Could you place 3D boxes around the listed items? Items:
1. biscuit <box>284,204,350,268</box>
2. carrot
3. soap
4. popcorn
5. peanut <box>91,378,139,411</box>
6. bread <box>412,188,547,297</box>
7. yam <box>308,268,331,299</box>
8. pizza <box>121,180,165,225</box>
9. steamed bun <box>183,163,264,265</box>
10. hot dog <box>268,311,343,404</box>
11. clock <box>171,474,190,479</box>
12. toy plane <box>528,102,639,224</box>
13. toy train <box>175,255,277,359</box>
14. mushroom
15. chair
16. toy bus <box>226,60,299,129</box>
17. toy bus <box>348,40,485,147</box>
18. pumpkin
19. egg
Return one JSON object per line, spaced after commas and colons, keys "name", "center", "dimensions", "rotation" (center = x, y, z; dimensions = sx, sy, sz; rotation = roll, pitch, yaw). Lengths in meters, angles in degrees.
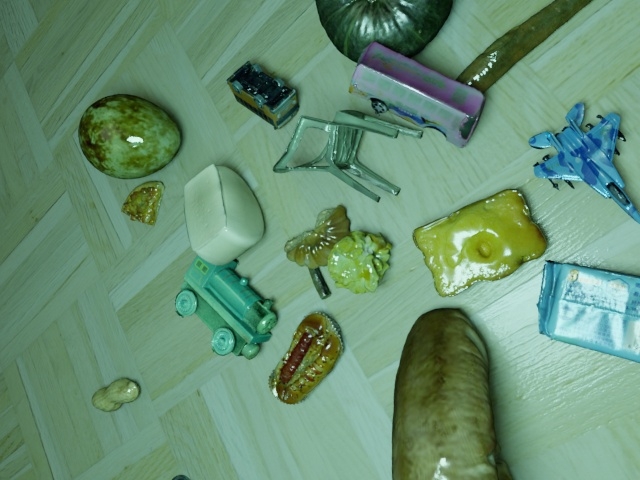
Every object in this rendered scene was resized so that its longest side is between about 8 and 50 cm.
{"name": "biscuit", "center": [0.000, 0.000, 1.166], "dimensions": [0.183, 0.061, 0.118], "rotation": [-39, 75, 9]}
{"name": "carrot", "center": [0.405, -0.403, 0.973], "dimensions": [0.342, 0.070, 0.070], "rotation": [-39, 70, 20]}
{"name": "soap", "center": [0.537, 0.133, 0.861], "dimensions": [0.293, 0.077, 0.156], "rotation": [14, 93, 28]}
{"name": "popcorn", "center": [0.082, 0.050, 1.092], "dimensions": [0.135, 0.141, 0.162], "rotation": [118, 149, -54]}
{"name": "peanut", "center": [-0.620, 0.469, 1.494], "dimensions": [0.187, 0.082, 0.082], "rotation": [-30, 74, 23]}
{"name": "bread", "center": [0.318, 0.006, 0.988], "dimensions": [0.233, 0.088, 0.161], "rotation": [-25, 80, 23]}
{"name": "yam", "center": [-0.013, 0.082, 1.202], "dimensions": [0.129, 0.027, 0.033], "rotation": [65, 159, 20]}
{"name": "pizza", "center": [-0.536, -0.110, 1.493], "dimensions": [0.175, 0.046, 0.134], "rotation": [-38, 70, 22]}
{"name": "steamed bun", "center": [-0.241, -0.061, 1.253], "dimensions": [0.146, 0.164, 0.242], "rotation": [-33, 54, 23]}
{"name": "hot dog", "center": [-0.036, 0.288, 1.179], "dimensions": [0.131, 0.069, 0.253], "rotation": [40, 107, 24]}
{"name": "clock", "center": [-0.391, 0.705, 1.385], "dimensions": [0.085, 0.017, 0.085], "rotation": [-2, 86, 29]}
{"name": "toy plane", "center": [0.503, -0.128, 0.897], "dimensions": [0.169, 0.078, 0.246], "rotation": [-40, 76, 22]}
{"name": "toy train", "center": [-0.242, 0.164, 1.277], "dimensions": [0.298, 0.120, 0.194], "rotation": [38, 101, 25]}
{"name": "mushroom", "center": [0.215, 0.327, 0.921], "dimensions": [0.224, 0.313, 0.397], "rotation": [-13, 76, 25]}
{"name": "chair", "center": [0.048, -0.193, 1.087], "dimensions": [0.274, 0.203, 0.191], "rotation": [25, 111, 23]}
{"name": "toy bus", "center": [-0.142, -0.365, 1.251], "dimensions": [0.182, 0.103, 0.091], "rotation": [38, 76, 25]}
{"name": "toy bus", "center": [0.196, -0.293, 0.998], "dimensions": [0.274, 0.112, 0.090], "rotation": [26, 74, 3]}
{"name": "pumpkin", "center": [0.138, -0.526, 1.042], "dimensions": [0.300, 0.207, 0.300], "rotation": [8, 109, 25]}
{"name": "egg", "center": [-0.537, -0.295, 1.397], "dimensions": [0.289, 0.238, 0.238], "rotation": [-3, 86, 16]}
